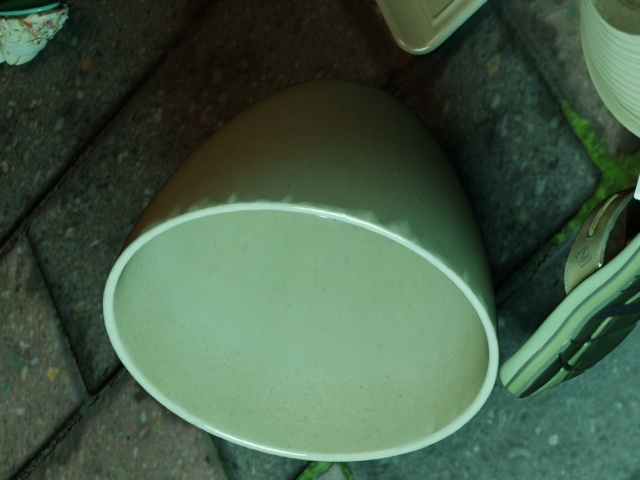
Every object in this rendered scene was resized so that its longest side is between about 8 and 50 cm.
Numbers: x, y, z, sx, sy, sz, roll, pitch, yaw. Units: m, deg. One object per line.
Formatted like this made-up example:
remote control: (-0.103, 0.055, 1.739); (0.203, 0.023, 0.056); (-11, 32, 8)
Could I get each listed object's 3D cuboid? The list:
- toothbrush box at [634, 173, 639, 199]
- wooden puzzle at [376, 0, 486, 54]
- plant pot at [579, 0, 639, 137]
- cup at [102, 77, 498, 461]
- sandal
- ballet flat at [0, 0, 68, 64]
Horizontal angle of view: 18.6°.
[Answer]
toothbrush box: (0.368, -0.139, 1.407); (0.126, 0.216, 0.295); (16, 90, 45)
wooden puzzle: (0.134, -0.316, 1.799); (0.239, 0.044, 0.221); (-39, 55, 24)
plant pot: (0.253, -0.177, 1.300); (0.237, 0.110, 0.237); (-13, 71, 43)
cup: (0.000, 0.000, 1.687); (0.331, 0.331, 0.237); (-28, 35, 36)
sandal: (0.238, 0.011, 1.552); (0.303, 0.120, 0.086); (-45, 62, 27)
ballet flat: (-0.360, -0.240, 2.230); (0.241, 0.091, 0.077); (12, 118, 48)
